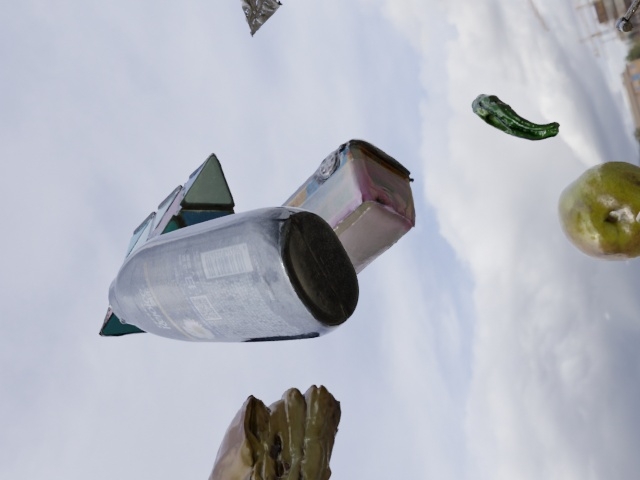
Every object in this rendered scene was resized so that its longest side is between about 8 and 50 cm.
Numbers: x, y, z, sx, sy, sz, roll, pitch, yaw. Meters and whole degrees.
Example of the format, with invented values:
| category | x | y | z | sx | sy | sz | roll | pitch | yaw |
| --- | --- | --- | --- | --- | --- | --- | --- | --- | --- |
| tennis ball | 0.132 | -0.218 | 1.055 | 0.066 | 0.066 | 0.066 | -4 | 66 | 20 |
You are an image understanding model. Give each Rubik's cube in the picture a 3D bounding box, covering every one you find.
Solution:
| category | x | y | z | sx | sy | sz | roll | pitch | yaw |
| --- | --- | --- | --- | --- | --- | --- | --- | --- | --- |
| Rubik's cube | -0.151 | -0.006 | 0.980 | 0.249 | 0.234 | 0.284 | 17 | -156 | -9 |

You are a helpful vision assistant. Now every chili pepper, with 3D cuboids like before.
| category | x | y | z | sx | sy | sz | roll | pitch | yaw |
| --- | --- | --- | --- | --- | --- | --- | --- | --- | --- |
| chili pepper | 0.349 | -0.229 | 1.288 | 0.073 | 0.182 | 0.050 | -6 | -57 | -44 |

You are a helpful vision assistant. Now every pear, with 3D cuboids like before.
| category | x | y | z | sx | sy | sz | roll | pitch | yaw |
| --- | --- | --- | --- | --- | --- | --- | --- | --- | --- |
| pear | 0.544 | -0.052 | 1.293 | 0.200 | 0.199 | 0.200 | 33 | -131 | -49 |

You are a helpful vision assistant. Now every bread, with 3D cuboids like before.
| category | x | y | z | sx | sy | sz | roll | pitch | yaw |
| --- | --- | --- | --- | --- | --- | --- | --- | --- | --- |
| bread | -0.085 | 0.380 | 0.995 | 0.325 | 0.166 | 0.278 | -73 | -2 | -51 |

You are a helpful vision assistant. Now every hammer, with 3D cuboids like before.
| category | x | y | z | sx | sy | sz | roll | pitch | yaw |
| --- | --- | --- | --- | --- | --- | --- | --- | --- | --- |
| hammer | 0.591 | -0.458 | 1.248 | 0.021 | 0.178 | 0.065 | 25 | -148 | -3 |

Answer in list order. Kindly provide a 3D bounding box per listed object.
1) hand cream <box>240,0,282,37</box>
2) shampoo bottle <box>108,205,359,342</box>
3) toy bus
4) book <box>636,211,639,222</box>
| category | x | y | z | sx | sy | sz | roll | pitch | yaw |
| --- | --- | --- | --- | --- | --- | --- | --- | --- | --- |
| hand cream | -0.111 | -0.441 | 1.145 | 0.084 | 0.050 | 0.257 | -51 | -12 | -12 |
| shampoo bottle | -0.075 | 0.031 | 0.473 | 0.049 | 0.233 | 0.087 | -42 | -70 | -38 |
| toy bus | 0.000 | 0.000 | 1.317 | 0.171 | 0.386 | 0.162 | 30 | -145 | -27 |
| book | 0.470 | -0.098 | 0.736 | 0.018 | 0.170 | 0.242 | -68 | -1 | -70 |
